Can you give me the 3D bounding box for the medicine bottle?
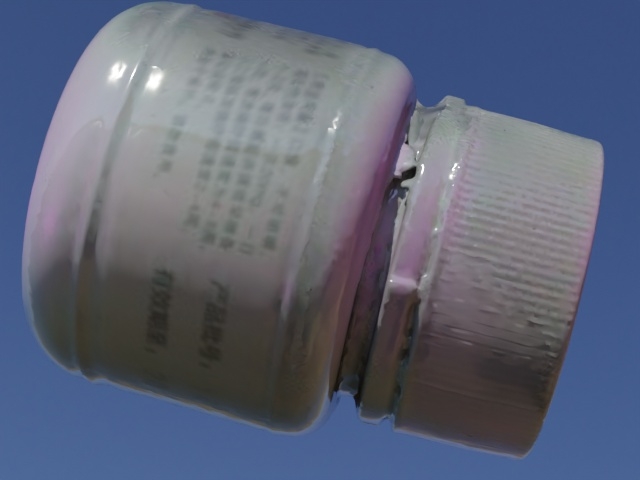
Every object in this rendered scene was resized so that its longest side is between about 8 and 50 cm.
[{"bbox_3d":[0.000,0.000,0.762,0.302,0.241,0.241,15,-37,6],"label":"medicine bottle"}]
